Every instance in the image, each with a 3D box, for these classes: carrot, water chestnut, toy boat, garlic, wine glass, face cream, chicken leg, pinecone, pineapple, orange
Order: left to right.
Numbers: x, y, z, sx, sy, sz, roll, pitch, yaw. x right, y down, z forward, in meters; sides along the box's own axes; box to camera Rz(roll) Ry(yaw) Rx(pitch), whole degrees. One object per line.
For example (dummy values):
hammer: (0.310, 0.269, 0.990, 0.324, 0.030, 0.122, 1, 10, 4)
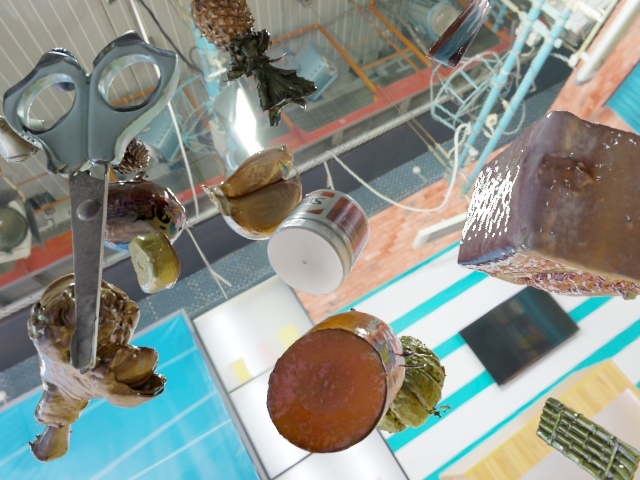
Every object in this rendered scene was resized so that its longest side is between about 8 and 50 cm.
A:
wine glass: (-0.678, -0.256, 0.917, 0.122, 0.122, 0.183, -32, -25, -5)
chicken leg: (-0.459, 0.283, 0.891, 0.182, 0.295, 0.409, -44, -23, -82)
pinecone: (-0.524, -0.227, 1.234, 0.109, 0.102, 0.102, -46, -25, 14)
water chestnut: (-0.662, -0.110, 1.625, 0.351, 0.302, 0.350, -7, -17, -2)
pineapple: (-0.125, -0.350, 0.846, 0.130, 0.277, 0.119, -30, -7, -47)
garlic: (-0.204, -0.163, 1.484, 0.313, 0.286, 0.249, -32, -43, -19)
face cream: (0.000, 0.000, 1.084, 0.201, 0.201, 0.187, -56, -1, 43)
carrot: (0.059, 0.225, 0.813, 0.214, 0.193, 0.331, -44, -15, 11)
orange: (0.235, 0.421, 1.373, 0.300, 0.223, 0.301, -32, 22, 26)
toy boat: (0.378, -0.561, 1.198, 0.392, 0.079, 0.136, -56, -2, -37)
toy boat: (0.323, 0.250, 0.548, 0.016, 0.115, 0.063, 1, -75, -30)

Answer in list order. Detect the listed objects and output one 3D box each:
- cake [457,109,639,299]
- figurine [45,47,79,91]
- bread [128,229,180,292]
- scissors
cake: (0.387, -0.040, 0.740, 0.309, 0.237, 0.230, 93, -164, -84)
figurine: (-0.546, -0.373, 0.963, 0.077, 0.136, 0.079, 29, -73, -26)
bread: (-0.401, 0.055, 1.099, 0.125, 0.156, 0.086, 1, 16, 43)
scissors: (-0.220, -0.056, 0.423, 0.191, 0.360, 0.029, -12, -25, 1)
